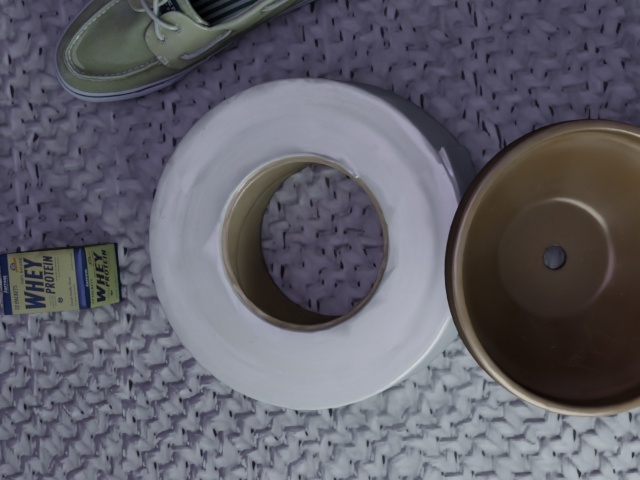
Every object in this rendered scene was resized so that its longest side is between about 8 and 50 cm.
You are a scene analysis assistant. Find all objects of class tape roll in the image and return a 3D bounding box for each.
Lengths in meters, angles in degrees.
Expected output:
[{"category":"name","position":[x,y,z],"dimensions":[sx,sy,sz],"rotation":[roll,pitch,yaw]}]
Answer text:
[{"category":"tape roll","position":[0.000,0.000,1.622],"dimensions":[0.286,0.100,0.286],"rotation":[1,93,17]}]

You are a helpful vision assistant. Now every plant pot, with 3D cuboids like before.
[{"category":"plant pot","position":[0.206,0.019,1.534],"dimensions":[0.237,0.110,0.237],"rotation":[-1,94,-12]}]

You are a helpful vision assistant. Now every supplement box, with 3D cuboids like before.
[{"category":"supplement box","position":[-0.235,0.034,1.702],"dimensions":[0.083,0.083,0.056],"rotation":[-5,92,17]}]

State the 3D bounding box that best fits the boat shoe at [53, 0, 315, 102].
[{"category":"boat shoe","position":[-0.113,-0.212,1.646],"dimensions":[0.302,0.094,0.109],"rotation":[-25,86,16]}]
